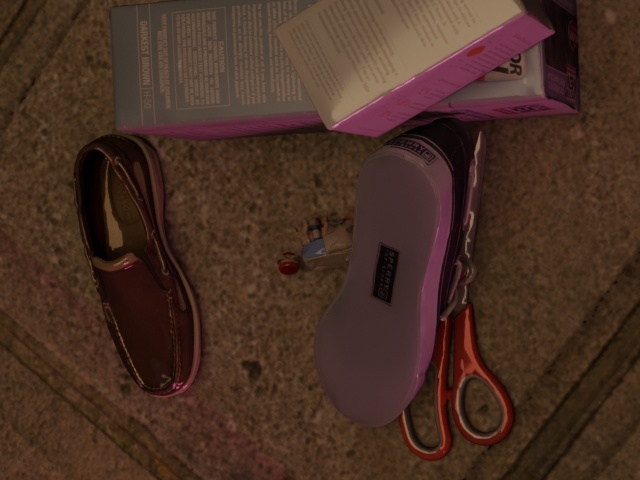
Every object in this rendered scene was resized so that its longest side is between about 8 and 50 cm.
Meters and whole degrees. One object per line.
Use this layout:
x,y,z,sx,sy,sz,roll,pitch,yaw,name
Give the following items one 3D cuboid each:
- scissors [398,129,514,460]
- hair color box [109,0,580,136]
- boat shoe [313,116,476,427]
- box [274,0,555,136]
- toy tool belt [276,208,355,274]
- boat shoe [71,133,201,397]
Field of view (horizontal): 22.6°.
0.113,0.052,1.457,0.109,0.021,0.297,-5,92,20,scissors
0.025,-0.157,1.394,0.374,0.185,0.114,-2,90,18,hair color box
0.072,0.029,1.404,0.113,0.105,0.306,24,128,26,boat shoe
0.074,-0.160,1.210,0.170,0.130,0.091,-30,81,16,box
0.000,0.000,1.485,0.083,0.052,0.051,-13,56,15,toy tool belt
-0.186,0.027,1.516,0.095,0.095,0.257,-17,86,18,boat shoe
